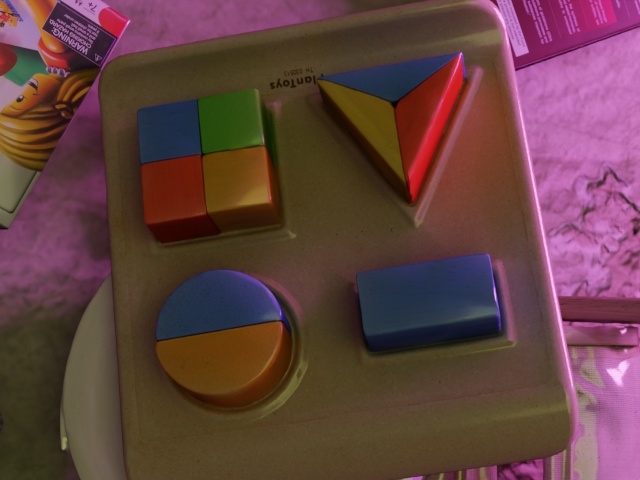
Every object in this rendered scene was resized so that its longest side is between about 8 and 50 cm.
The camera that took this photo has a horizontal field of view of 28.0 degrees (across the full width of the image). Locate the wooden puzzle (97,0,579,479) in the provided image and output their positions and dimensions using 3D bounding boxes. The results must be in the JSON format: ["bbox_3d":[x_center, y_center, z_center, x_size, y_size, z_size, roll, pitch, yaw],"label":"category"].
[{"bbox_3d":[0.000,0.000,0.926,0.322,0.080,0.348,-9,75,5],"label":"wooden puzzle"}]

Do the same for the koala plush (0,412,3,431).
[{"bbox_3d":[-0.361,0.127,0.907,0.221,0.203,0.196,-35,56,-17],"label":"koala plush"}]

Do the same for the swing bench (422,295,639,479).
[{"bbox_3d":[0.181,0.173,1.078,0.255,0.165,0.253,1,85,21],"label":"swing bench"}]

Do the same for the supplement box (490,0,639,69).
[{"bbox_3d":[0.232,-0.244,1.193,0.239,0.073,0.130,-20,93,-18],"label":"supplement box"}]

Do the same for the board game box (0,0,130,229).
[{"bbox_3d":[-0.321,-0.166,0.959,0.305,0.053,0.193,32,78,-21],"label":"board game box"}]

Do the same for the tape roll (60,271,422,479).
[{"bbox_3d":[-0.052,0.121,0.997,0.286,0.100,0.286,-2,77,7],"label":"tape roll"}]
